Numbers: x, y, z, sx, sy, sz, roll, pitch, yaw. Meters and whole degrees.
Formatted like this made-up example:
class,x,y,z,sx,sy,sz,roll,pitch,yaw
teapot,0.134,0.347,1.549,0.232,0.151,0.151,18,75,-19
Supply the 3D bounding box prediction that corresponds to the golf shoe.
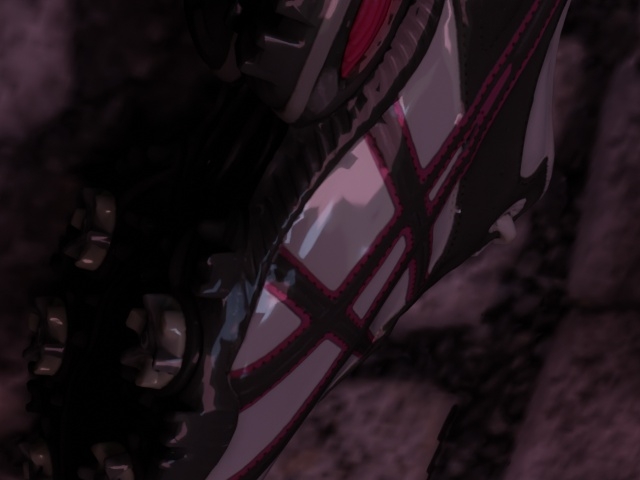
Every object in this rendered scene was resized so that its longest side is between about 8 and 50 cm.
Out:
class,x,y,z,sx,sy,sz,roll,pitch,yaw
golf shoe,0.000,0.000,0.387,0.120,0.105,0.273,10,117,-31
